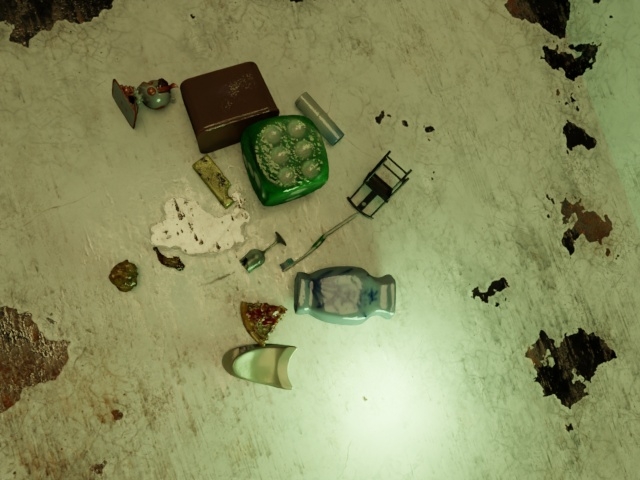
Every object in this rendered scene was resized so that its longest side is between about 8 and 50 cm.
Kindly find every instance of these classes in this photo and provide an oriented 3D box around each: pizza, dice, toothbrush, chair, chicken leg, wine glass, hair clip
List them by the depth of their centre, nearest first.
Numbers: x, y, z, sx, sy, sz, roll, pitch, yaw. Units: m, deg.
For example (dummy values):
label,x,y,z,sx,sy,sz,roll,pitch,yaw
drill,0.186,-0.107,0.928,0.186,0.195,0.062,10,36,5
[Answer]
label,x,y,z,sx,sy,sz,roll,pitch,yaw
hair clip,-0.247,0.495,1.743,0.281,0.113,0.173,7,82,-17
chicken leg,-0.610,0.076,1.746,0.145,0.037,0.062,26,57,-9
dice,-0.148,-0.316,1.756,0.287,0.300,0.297,-17,87,-15
pizza,-0.225,0.303,1.775,0.193,0.053,0.201,-31,74,-26
wine glass,-0.238,0.050,1.805,0.195,0.079,0.079,-39,92,-14
toothbrush,0.003,0.004,1.880,0.417,0.042,0.040,-35,103,-14
chair,0.260,-0.239,1.921,0.154,0.141,0.260,41,122,-4

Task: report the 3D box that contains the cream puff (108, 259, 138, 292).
label,x,y,z,sx,sy,sz,roll,pitch,yaw
cream puff,-0.745,0.139,1.671,0.094,0.116,0.122,28,94,5

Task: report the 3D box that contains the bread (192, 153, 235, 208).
label,x,y,z,sx,sy,sz,roll,pitch,yaw
bread,-0.431,-0.244,1.814,0.088,0.049,0.226,-40,93,-13

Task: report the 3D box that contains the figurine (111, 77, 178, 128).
label,x,y,z,sx,sy,sz,roll,pitch,yaw
figurine,-0.683,-0.581,1.750,0.226,0.183,0.160,-33,100,-26

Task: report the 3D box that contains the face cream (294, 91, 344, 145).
label,x,y,z,sx,sy,sz,roll,pitch,yaw
face cream,-0.003,-0.533,1.923,0.077,0.077,0.250,-42,93,-13

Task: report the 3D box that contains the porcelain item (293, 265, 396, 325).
label,x,y,z,sx,sy,sz,roll,pitch,yaw
porcelain item,0.097,0.226,1.805,0.404,0.178,0.243,4,83,-9

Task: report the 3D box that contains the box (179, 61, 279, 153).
label,x,y,z,sx,sy,sz,roll,pitch,yaw
box,-0.369,-0.536,1.768,0.339,0.239,0.230,-21,85,-13
